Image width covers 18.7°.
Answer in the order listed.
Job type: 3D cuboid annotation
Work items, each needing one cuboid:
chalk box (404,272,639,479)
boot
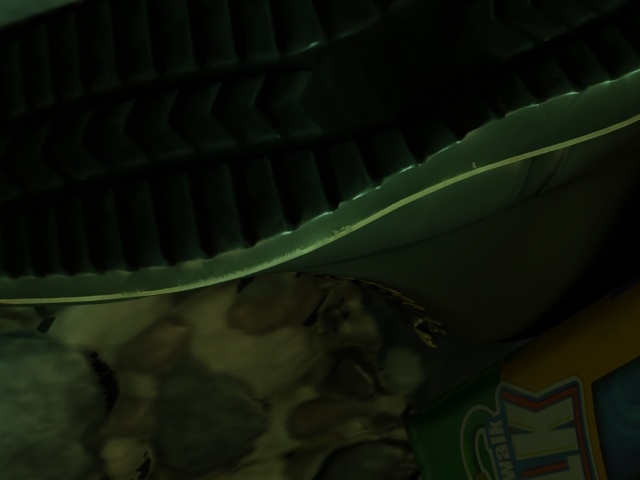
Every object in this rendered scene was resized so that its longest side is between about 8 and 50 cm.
[{"bbox_3d":[0.156,0.093,0.529,0.180,0.179,0.289,-4,159,-38],"label":"chalk box"},{"bbox_3d":[0.000,0.000,0.481,0.197,0.077,0.137,-13,149,-3],"label":"boot"}]
